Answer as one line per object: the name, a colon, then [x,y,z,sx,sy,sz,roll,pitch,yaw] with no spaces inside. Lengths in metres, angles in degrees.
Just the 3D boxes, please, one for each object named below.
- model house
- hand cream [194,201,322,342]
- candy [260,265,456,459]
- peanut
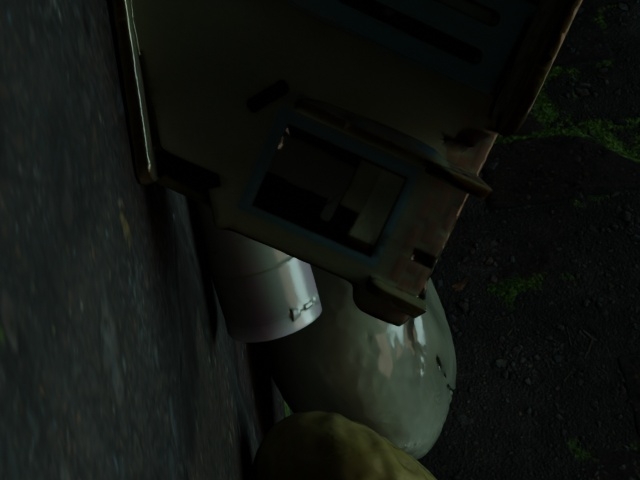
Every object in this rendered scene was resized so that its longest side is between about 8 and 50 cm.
model house: [0.007,-0.153,0.601,0.169,0.244,0.326,-75,-169,-81]
hand cream: [-0.072,-0.086,0.769,0.111,0.070,0.312,-89,163,-74]
candy: [0.031,0.094,1.166,0.295,0.185,0.296,-17,90,-81]
peanut: [0.039,0.268,0.883,0.143,0.159,0.291,108,-25,-75]
